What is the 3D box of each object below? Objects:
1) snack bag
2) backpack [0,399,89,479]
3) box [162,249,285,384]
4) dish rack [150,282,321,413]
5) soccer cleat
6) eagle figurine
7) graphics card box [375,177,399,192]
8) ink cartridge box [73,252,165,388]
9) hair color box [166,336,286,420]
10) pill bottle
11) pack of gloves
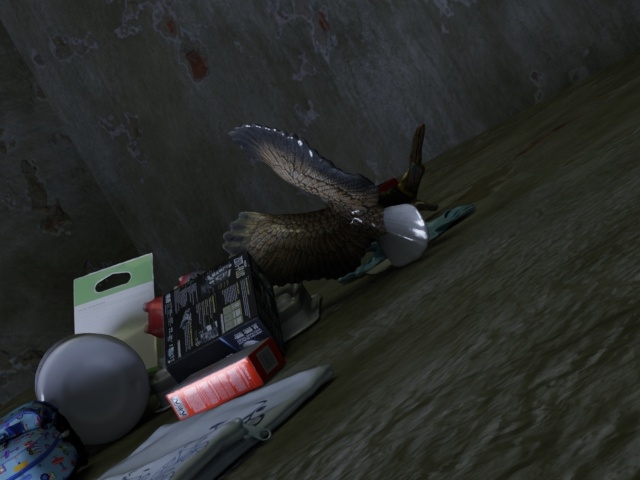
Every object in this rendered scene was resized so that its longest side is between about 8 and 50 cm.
[{"bbox_3d":[-0.173,0.235,1.216,0.323,0.037,0.342,-27,5,42],"label":"snack bag"},{"bbox_3d":[-0.391,0.292,1.527,0.158,0.117,0.173,-31,7,-2],"label":"backpack"},{"bbox_3d":[-0.138,0.117,1.650,0.147,0.077,0.180,-29,30,8],"label":"box"},{"bbox_3d":[-0.137,0.146,1.854,0.286,0.072,0.333,-29,5,3],"label":"dish rack"},{"bbox_3d":[-0.196,0.103,1.875,0.095,0.083,0.248,2,9,16],"label":"soccer cleat"},{"bbox_3d":[0.011,-0.053,1.809,0.298,0.226,0.225,0,-19,-19],"label":"eagle figurine"},{"bbox_3d":[0.000,0.000,2.516,0.233,0.094,0.371,-34,4,-38],"label":"graphics card box"},{"bbox_3d":[-0.347,0.155,2.065,0.171,0.235,0.056,-18,-35,17],"label":"ink cartridge box"},{"bbox_3d":[-0.120,0.177,1.512,0.141,0.043,0.072,-27,5,29],"label":"hair color box"},{"bbox_3d":[-0.354,0.221,1.816,0.160,0.160,0.283,-31,4,-14],"label":"pill bottle"},{"bbox_3d":[0.135,-0.008,1.960,0.232,0.046,0.195,-33,4,-34],"label":"pack of gloves"}]
